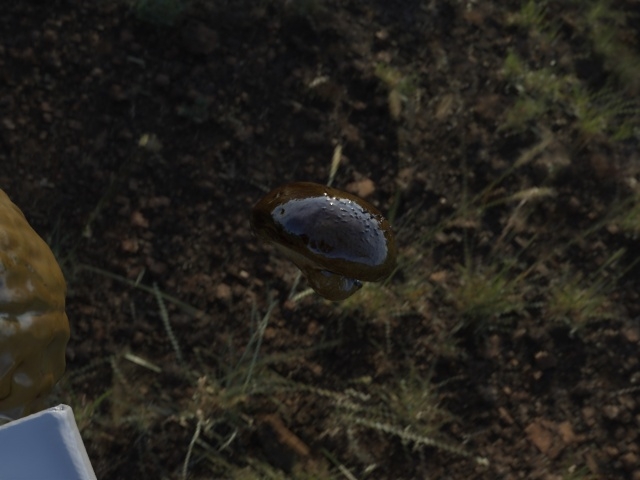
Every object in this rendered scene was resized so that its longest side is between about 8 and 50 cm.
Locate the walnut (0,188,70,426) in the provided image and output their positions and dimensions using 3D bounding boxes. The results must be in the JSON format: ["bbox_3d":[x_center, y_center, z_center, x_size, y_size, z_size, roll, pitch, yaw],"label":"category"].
[{"bbox_3d":[-0.234,0.045,0.558,0.213,0.213,0.213,11,56,-16],"label":"walnut"}]

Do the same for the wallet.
[{"bbox_3d":[-0.113,0.135,0.468,0.061,0.025,0.122,-20,89,1],"label":"wallet"}]

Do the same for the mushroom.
[{"bbox_3d":[0.000,0.000,0.893,0.127,0.127,0.087,19,87,-10],"label":"mushroom"}]
